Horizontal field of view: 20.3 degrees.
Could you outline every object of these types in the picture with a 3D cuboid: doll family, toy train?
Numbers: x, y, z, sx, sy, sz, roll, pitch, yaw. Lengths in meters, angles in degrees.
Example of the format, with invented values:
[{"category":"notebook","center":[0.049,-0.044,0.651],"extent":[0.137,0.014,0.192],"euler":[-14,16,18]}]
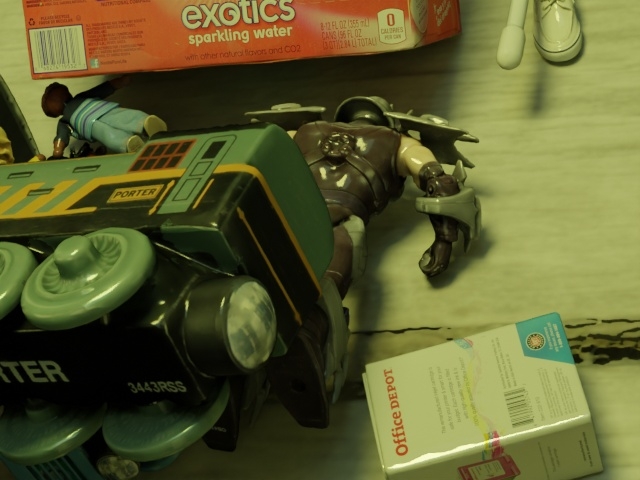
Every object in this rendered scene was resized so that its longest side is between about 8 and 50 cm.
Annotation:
[{"category":"doll family","center":[-0.196,-0.045,1.298],"extent":[0.111,0.076,0.193],"euler":[21,51,41]},{"category":"toy train","center":[-0.150,0.027,1.045],"extent":[0.334,0.142,0.190],"euler":[-5,37,35]},{"category":"toy train","center":[-0.142,0.083,1.138],"extent":[0.105,0.080,0.184],"euler":[-15,42,14]}]

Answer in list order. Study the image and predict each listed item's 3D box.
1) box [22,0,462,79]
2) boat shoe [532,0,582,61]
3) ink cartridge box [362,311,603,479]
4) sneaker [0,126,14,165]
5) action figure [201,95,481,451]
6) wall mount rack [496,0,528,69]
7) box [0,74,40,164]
[{"category":"box","center":[-0.061,-0.208,1.314],"extent":[0.300,0.154,0.142],"euler":[-3,10,19]},{"category":"boat shoe","center":[0.171,-0.172,1.308],"extent":[0.035,0.035,0.100],"euler":[-9,43,12]},{"category":"ink cartridge box","center":[0.093,0.103,1.042],"extent":[0.122,0.052,0.088],"euler":[-15,42,4]},{"category":"sneaker","center":[-0.282,-0.016,1.245],"extent":[0.185,0.069,0.084],"euler":[-57,43,14]},{"category":"action figure","center":[0.000,0.000,1.159],"extent":[0.185,0.099,0.285],"euler":[-3,41,28]},{"category":"wall mount rack","center":[0.249,-0.254,1.278],"extent":[0.350,0.130,0.304],"euler":[4,84,10]},{"category":"box","center":[-0.344,-0.068,1.347],"extent":[0.207,0.108,0.153],"euler":[-39,45,-19]}]
